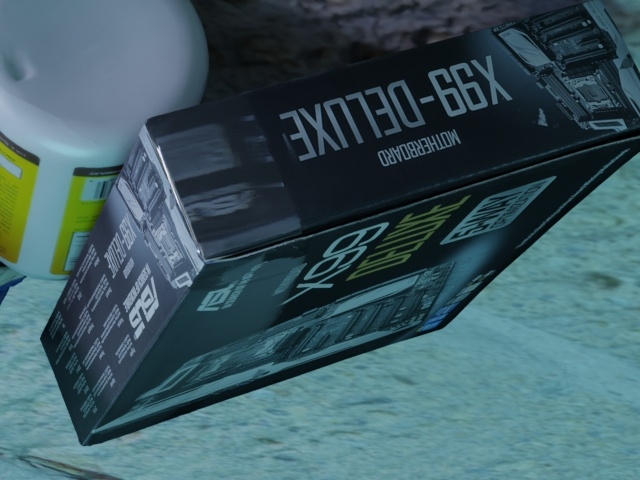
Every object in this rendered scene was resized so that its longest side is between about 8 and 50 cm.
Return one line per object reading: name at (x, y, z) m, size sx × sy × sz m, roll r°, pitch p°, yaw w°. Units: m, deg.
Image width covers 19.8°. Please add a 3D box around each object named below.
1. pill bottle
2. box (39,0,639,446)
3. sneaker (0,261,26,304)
pill bottle at (-0.130, -0.054, 0.951) m, size 0.117 × 0.117 × 0.215 m, roll 12°, pitch 156°, yaw -9°
box at (0.000, 0.000, 0.951) m, size 0.242 × 0.077 × 0.307 m, roll -17°, pitch 165°, yaw -24°
sneaker at (-0.254, 0.050, 1.041) m, size 0.129 × 0.147 × 0.330 m, roll 32°, pitch -165°, yaw -7°
